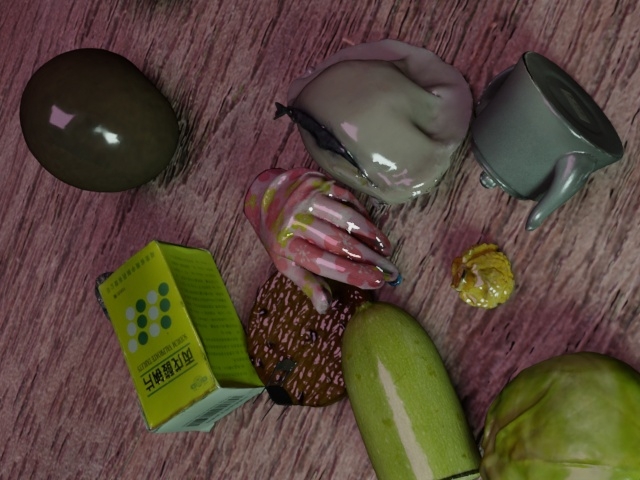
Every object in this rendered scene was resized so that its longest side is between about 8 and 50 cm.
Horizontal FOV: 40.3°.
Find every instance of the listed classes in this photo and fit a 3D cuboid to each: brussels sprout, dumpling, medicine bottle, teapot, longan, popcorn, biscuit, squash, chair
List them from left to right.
[{"bbox_3d":[-0.343,-0.190,1.347,0.215,0.246,0.246,-36,66,38],"label":"longan"},{"bbox_3d":[-0.202,0.140,1.261,0.137,0.141,0.250,-34,68,19],"label":"medicine bottle"},{"bbox_3d":[-0.056,0.204,1.180,0.042,0.037,0.086,47,114,39],"label":"chair"},{"bbox_3d":[-0.013,0.125,1.206,0.212,0.036,0.212,-4,81,30],"label":"biscuit"},{"bbox_3d":[0.061,-0.172,1.131,0.204,0.163,0.293,-54,49,19],"label":"dumpling"},{"bbox_3d":[0.102,0.189,1.077,0.132,0.132,0.247,-27,70,26],"label":"squash"},{"bbox_3d":[0.191,0.043,1.068,0.084,0.084,0.084,-4,82,31],"label":"popcorn"},{"bbox_3d":[0.242,-0.119,1.030,0.149,0.162,0.239,-46,38,31],"label":"teapot"},{"bbox_3d":[0.279,0.225,0.944,0.223,0.161,0.223,-4,80,23],"label":"brussels sprout"}]

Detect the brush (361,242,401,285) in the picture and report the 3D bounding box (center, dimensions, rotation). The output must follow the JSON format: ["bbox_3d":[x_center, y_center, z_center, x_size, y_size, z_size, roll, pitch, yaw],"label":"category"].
[{"bbox_3d":[0.052,0.006,1.194,0.164,0.014,0.051,45,103,27],"label":"brush"}]

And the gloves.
[{"bbox_3d":[-0.005,-0.008,1.144,0.145,0.126,0.241,-45,40,-10],"label":"gloves"}]

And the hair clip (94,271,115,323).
[{"bbox_3d":[-0.301,0.144,1.378,0.066,0.036,0.229,-40,59,16],"label":"hair clip"}]
